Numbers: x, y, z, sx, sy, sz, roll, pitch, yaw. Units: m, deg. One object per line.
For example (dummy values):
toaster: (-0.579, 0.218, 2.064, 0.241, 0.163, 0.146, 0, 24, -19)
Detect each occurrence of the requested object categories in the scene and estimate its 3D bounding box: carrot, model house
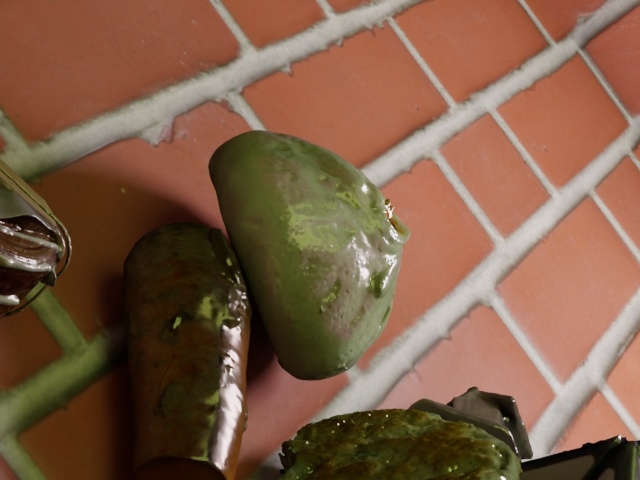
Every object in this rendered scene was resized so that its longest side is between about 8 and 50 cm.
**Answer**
carrot: (-0.134, 0.120, 1.667, 0.139, 0.139, 0.301, 31, 43, -35)
model house: (0.193, 0.271, 1.992, 0.229, 0.122, 0.188, 68, 16, -3)

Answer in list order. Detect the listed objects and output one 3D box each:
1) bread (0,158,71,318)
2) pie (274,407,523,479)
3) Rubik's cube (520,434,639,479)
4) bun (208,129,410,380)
bread: (-0.339, -0.017, 1.513, 0.224, 0.142, 0.212, 44, 16, -15)
pie: (0.050, 0.250, 1.643, 0.371, 0.297, 0.078, -30, 114, -61)
Rubik's cube: (0.271, 0.414, 1.712, 0.307, 0.310, 0.305, 33, 51, -33)
bun: (0.000, 0.000, 1.833, 0.293, 0.187, 0.293, 158, -90, -87)
